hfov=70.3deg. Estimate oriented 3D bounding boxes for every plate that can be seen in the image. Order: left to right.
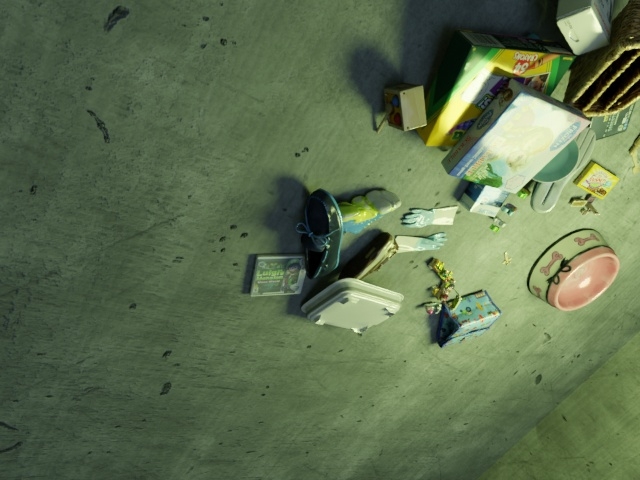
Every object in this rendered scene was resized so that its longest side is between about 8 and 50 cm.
[{"bbox_3d":[0.801,-0.298,1.594,0.188,0.188,0.024,-59,165,23],"label":"plate"}]

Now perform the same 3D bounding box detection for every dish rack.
[{"bbox_3d":[0.127,0.262,1.712,0.333,0.072,0.285,19,136,-35],"label":"dish rack"}]

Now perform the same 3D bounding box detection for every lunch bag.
[{"bbox_3d":[0.659,0.387,2.082,0.221,0.138,0.293,-16,142,-13],"label":"lunch bag"}]

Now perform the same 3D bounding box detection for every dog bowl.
[{"bbox_3d":[1.177,0.154,2.092,0.408,0.150,0.408,-12,129,-15],"label":"dog bowl"}]

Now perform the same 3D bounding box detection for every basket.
[{"bbox_3d":[0.888,-0.489,1.324,0.213,0.223,0.299,26,155,3],"label":"basket"}]

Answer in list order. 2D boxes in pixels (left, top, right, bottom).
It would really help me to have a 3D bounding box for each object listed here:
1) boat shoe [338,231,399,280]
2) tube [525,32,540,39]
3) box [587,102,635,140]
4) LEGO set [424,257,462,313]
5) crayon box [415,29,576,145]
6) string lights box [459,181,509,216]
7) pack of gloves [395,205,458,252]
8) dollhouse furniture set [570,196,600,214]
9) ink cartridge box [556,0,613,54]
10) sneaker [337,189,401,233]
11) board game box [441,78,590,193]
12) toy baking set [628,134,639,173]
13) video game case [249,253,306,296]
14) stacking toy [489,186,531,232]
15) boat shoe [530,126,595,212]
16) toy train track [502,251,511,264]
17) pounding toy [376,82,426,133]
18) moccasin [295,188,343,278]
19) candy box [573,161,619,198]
[{"bbox_3d":[0.182,0.090,1.644,0.257,0.095,0.095,-43,124,11],"label":"boat shoe"},{"bbox_3d":[0.568,-0.532,1.377,0.207,0.052,0.080,-41,126,17],"label":"tube"},{"bbox_3d":[1.019,-0.477,1.603,0.183,0.059,0.232,-16,129,-10],"label":"box"},{"bbox_3d":[0.513,0.196,1.864,0.132,0.107,0.287,-14,130,-13],"label":"LEGO set"},{"bbox_3d":[0.503,-0.433,1.346,0.363,0.106,0.313,-4,138,-20],"label":"crayon box"},{"bbox_3d":[0.623,-0.217,1.617,0.133,0.077,0.259,9,121,-28],"label":"string lights box"},{"bbox_3d":[0.396,-0.029,1.684,0.232,0.046,0.195,-5,128,-20],"label":"pack of gloves"},{"bbox_3d":[1.093,-0.122,1.887,0.114,0.081,0.091,0,139,-13],"label":"dollhouse furniture set"},{"bbox_3d":[0.729,-0.653,1.246,0.158,0.092,0.218,29,71,-37],"label":"ink cartridge box"},{"bbox_3d":[0.148,-0.091,1.518,0.240,0.091,0.126,-11,147,-16],"label":"sneaker"},{"bbox_3d":[0.593,-0.300,1.394,0.318,0.066,0.318,9,138,-28],"label":"board game box"},{"bbox_3d":[1.333,-0.385,1.827,0.197,0.030,0.256,11,120,-30],"label":"toy baking set"},{"bbox_3d":[-0.142,0.120,1.580,0.190,0.022,0.173,0,125,-23],"label":"video game case"},{"bbox_3d":[0.694,-0.119,1.674,0.221,0.052,0.167,-18,143,-59],"label":"stacking toy"},{"bbox_3d":[0.862,-0.264,1.664,0.121,0.119,0.335,28,107,0],"label":"boat shoe"},{"bbox_3d":[0.808,0.080,1.965,0.048,0.014,0.083,-30,131,0],"label":"toy train track"},{"bbox_3d":[0.223,-0.373,1.305,0.100,0.141,0.130,-17,116,-11],"label":"pounding toy"},{"bbox_3d":[0.000,0.000,1.460,0.117,0.138,0.342,-34,135,-30],"label":"moccasin"},{"bbox_3d":[1.125,-0.242,1.849,0.206,0.027,0.105,15,116,-32],"label":"candy box"}]
